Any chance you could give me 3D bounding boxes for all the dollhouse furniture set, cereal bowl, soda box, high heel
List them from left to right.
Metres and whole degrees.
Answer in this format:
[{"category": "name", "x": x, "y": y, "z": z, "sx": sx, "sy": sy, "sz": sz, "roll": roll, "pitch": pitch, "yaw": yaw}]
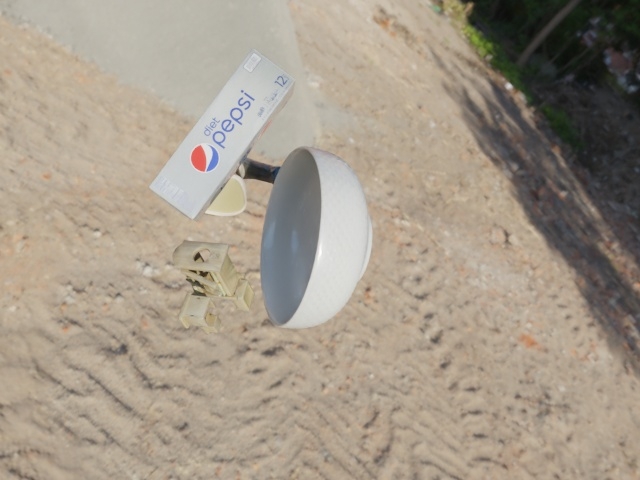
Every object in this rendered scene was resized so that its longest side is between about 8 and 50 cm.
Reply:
[{"category": "dollhouse furniture set", "x": -0.214, "y": 0.118, "z": 1.301, "sx": 0.182, "sy": 0.101, "sz": 0.161, "roll": 71, "pitch": 28, "yaw": -53}, {"category": "high heel", "x": -0.227, "y": -0.121, "z": 1.460, "sx": 0.186, "sy": 0.093, "sz": 0.261, "roll": 17, "pitch": 30, "yaw": 34}, {"category": "soda box", "x": -0.160, "y": -0.170, "z": 1.158, "sx": 0.091, "sy": 0.286, "sz": 0.098, "roll": 36, "pitch": -4, "yaw": -3}, {"category": "cereal bowl", "x": 0.000, "y": 0.000, "z": 1.312, "sx": 0.141, "sy": 0.339, "sz": 0.339, "roll": 8, "pitch": 41, "yaw": -22}]
